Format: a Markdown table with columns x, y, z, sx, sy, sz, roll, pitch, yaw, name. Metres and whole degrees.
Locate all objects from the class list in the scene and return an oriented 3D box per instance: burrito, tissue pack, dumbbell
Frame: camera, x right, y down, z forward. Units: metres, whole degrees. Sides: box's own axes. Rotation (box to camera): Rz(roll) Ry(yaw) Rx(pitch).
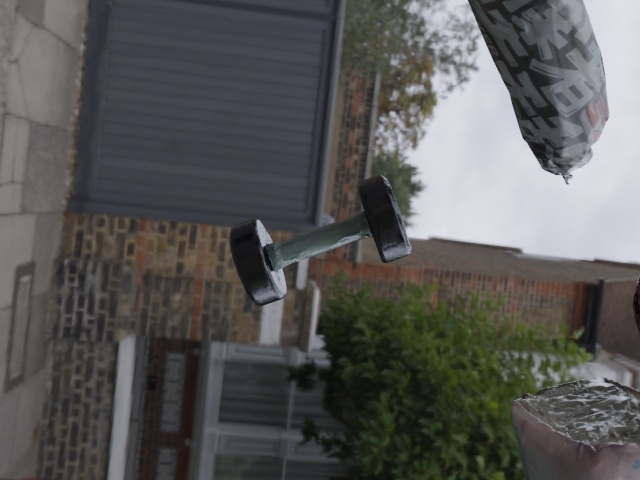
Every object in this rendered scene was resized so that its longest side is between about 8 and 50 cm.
| x | y | z | sx | sy | sz | roll | pitch | yaw | name |
| --- | --- | --- | --- | --- | --- | --- | --- | --- | --- |
| 0.296 | -0.226 | 0.982 | 0.101 | 0.139 | 0.445 | -56 | 133 | -24 | burrito |
| 0.268 | 0.271 | 0.651 | 0.201 | 0.124 | 0.271 | 174 | -97 | -84 | tissue pack |
| 0.000 | 0.000 | 0.858 | 0.100 | 0.191 | 0.100 | -19 | 90 | -87 | dumbbell |

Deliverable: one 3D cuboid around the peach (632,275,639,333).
| x | y | z | sx | sy | sz | roll | pitch | yaw | name |
| --- | --- | --- | --- | --- | --- | --- | --- | --- | --- |
| 0.532 | 0.088 | 1.152 | 0.127 | 0.092 | 0.172 | 8 | 78 | -54 | peach |
